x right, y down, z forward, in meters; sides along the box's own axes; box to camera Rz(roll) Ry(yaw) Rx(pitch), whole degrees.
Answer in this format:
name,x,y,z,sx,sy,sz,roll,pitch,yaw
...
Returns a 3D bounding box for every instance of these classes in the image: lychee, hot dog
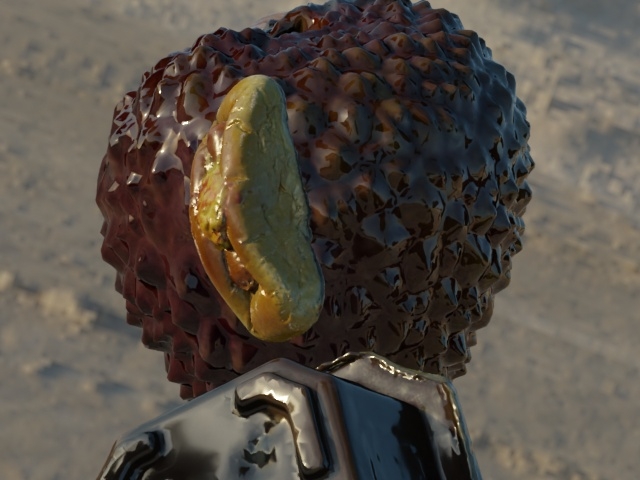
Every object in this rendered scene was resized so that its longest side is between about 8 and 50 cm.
name,x,y,z,sx,sy,sz,roll,pitch,yaw
lychee,0.000,0.000,1.041,0.271,0.271,0.271,19,9,-3
hot dog,-0.025,-0.011,0.597,0.034,0.090,0.030,2,-23,-34

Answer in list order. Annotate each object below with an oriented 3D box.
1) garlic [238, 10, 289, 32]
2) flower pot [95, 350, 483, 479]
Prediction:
name,x,y,z,sx,sy,sz,roll,pitch,yaw
garlic,-0.036,-0.094,1.354,0.102,0.159,0.147,14,-32,22
flower pot,-0.016,0.155,0.745,0.084,0.179,0.251,40,28,-50
